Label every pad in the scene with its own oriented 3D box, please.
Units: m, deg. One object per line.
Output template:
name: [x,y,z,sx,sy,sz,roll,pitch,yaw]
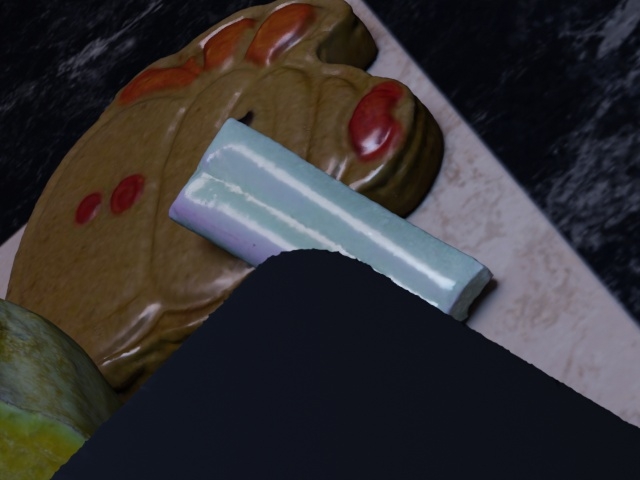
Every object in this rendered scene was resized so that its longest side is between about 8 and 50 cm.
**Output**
pad: [0.064,0.184,0.640,0.315,0.375,0.063,-45,-18,-46]

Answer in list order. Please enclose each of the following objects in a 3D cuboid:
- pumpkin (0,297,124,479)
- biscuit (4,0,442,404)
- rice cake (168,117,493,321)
pumpkin: [-0.245,0.171,0.979,0.332,0.332,0.199,-34,25,15]
biscuit: [-0.081,-0.036,1.211,0.381,0.074,0.358,-20,45,35]
rice cake: [0.001,0.000,1.047,0.222,0.042,0.080,31,82,28]
